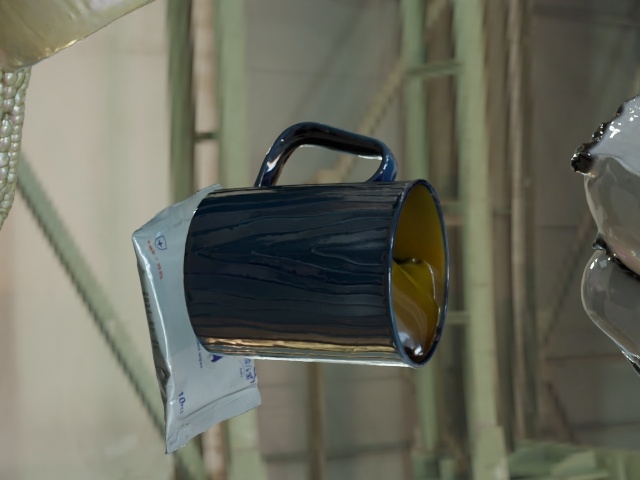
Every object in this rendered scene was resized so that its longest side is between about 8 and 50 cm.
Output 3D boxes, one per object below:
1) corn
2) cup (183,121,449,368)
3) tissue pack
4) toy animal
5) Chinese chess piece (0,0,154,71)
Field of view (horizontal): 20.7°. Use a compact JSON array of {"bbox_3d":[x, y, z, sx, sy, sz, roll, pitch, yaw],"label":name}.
[{"bbox_3d":[-0.408,-0.159,2.096,0.126,0.126,0.335,42,-56,43],"label":"corn"},{"bbox_3d":[0.002,0.009,1.095,0.138,0.150,0.113,0,-51,21],"label":"cup"},{"bbox_3d":[-0.100,0.061,1.409,0.026,0.122,0.193,2,-74,36],"label":"tissue pack"},{"bbox_3d":[0.283,0.018,1.260,0.187,0.165,0.235,28,-45,43],"label":"toy animal"},{"bbox_3d":[-0.146,-0.218,1.238,0.250,0.250,0.103,-13,-67,51],"label":"Chinese chess piece"}]
